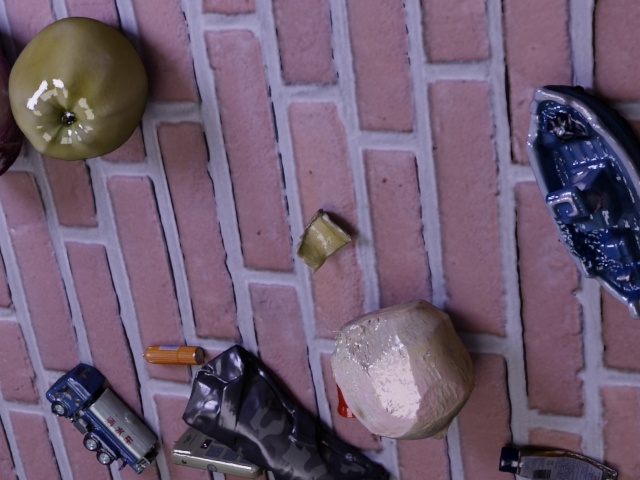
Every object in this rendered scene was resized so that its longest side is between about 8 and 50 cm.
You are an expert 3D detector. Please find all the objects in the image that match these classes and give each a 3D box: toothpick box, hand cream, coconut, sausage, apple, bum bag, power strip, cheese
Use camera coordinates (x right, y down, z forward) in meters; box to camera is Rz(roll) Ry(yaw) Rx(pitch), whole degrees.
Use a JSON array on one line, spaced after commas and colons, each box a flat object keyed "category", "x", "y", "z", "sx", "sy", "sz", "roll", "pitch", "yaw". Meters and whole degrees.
[{"category": "toothpick box", "x": 0.043, "y": 0.210, "z": 1.838, "sx": 0.047, "sy": 0.047, "sz": 0.083, "roll": 4, "pitch": 119, "yaw": 24}, {"category": "hand cream", "x": 0.330, "y": 0.321, "z": 1.775, "sx": 0.163, "sy": 0.039, "sz": 0.062, "roll": 12, "pitch": 120, "yaw": 13}, {"category": "coconut", "x": 0.118, "y": 0.182, "z": 1.707, "sx": 0.194, "sy": 0.194, "sz": 0.194, "roll": 12, "pitch": 122, "yaw": 20}, {"category": "sausage", "x": -0.230, "y": 0.176, "z": 1.961, "sx": 0.107, "sy": 0.031, "sz": 0.031, "roll": -1, "pitch": 117, "yaw": 28}, {"category": "apple", "x": -0.321, "y": -0.199, "z": 1.699, "sx": 0.200, "sy": 0.200, "sz": 0.200, "roll": 12, "pitch": 122, "yaw": 20}, {"category": "bum bag", "x": -0.056, "y": 0.306, "z": 1.909, "sx": 0.340, "sy": 0.095, "sz": 0.144, "roll": 41, "pitch": 97, "yaw": -3}, {"category": "power strip", "x": -0.159, "y": 0.329, "z": 1.987, "sx": 0.169, "sy": 0.076, "sz": 0.028, "roll": 6, "pitch": 123, "yaw": 22}, {"category": "cheese", "x": -0.001, "y": 0.000, "z": 1.742, "sx": 0.060, "sy": 0.041, "sz": 0.084, "roll": 39, "pitch": 112, "yaw": -9}]

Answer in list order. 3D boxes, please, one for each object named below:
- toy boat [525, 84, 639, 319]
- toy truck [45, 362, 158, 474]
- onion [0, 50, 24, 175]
[{"category": "toy boat", "x": 0.320, "y": -0.045, "z": 1.491, "sx": 0.129, "sy": 0.142, "sz": 0.309, "roll": -13, "pitch": 111, "yaw": 42}, {"category": "toy truck", "x": -0.348, "y": 0.292, "z": 2.059, "sx": 0.201, "sy": 0.074, "sz": 0.088, "roll": 48, "pitch": 122, "yaw": -6}, {"category": "onion", "x": -0.517, "y": -0.237, "z": 1.790, "sx": 0.267, "sy": 0.159, "sz": 0.348, "roll": 93, "pitch": 152, "yaw": -61}]
